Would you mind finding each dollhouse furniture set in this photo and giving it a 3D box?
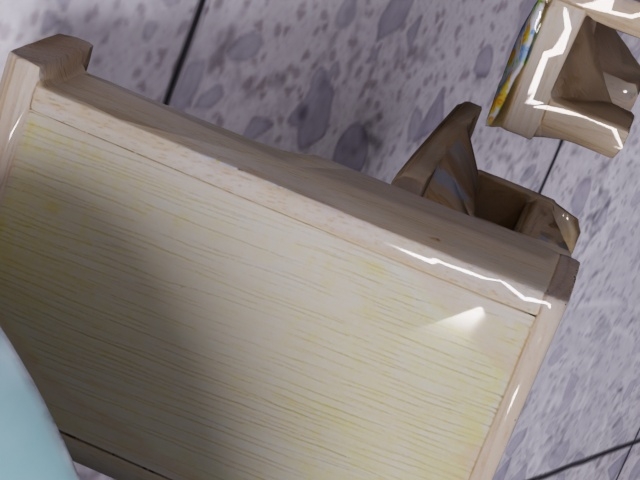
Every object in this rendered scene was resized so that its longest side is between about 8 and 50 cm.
[{"bbox_3d":[0.000,0.000,0.921,0.394,0.256,0.362,-48,160,-71],"label":"dollhouse furniture set"}]

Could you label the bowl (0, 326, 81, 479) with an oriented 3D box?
[{"bbox_3d":[-0.187,0.172,0.666,0.163,0.311,0.312,-18,134,-25],"label":"bowl"}]
